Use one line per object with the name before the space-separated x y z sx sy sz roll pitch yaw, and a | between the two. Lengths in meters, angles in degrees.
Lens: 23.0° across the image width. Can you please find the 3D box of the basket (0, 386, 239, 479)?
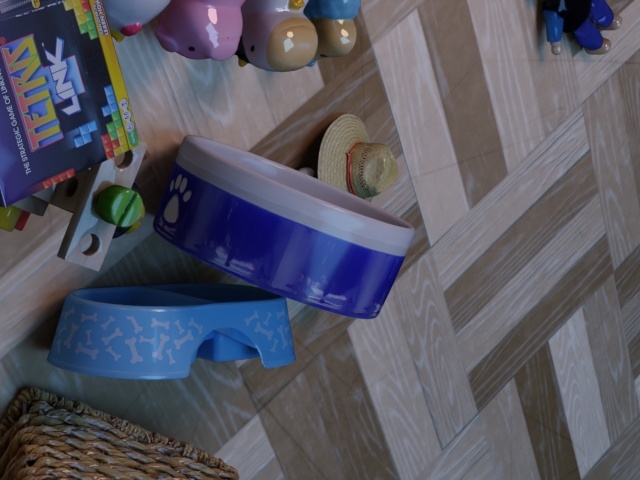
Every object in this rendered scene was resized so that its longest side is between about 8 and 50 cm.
basket | -0.241 0.337 1.686 0.299 0.223 0.213 25 121 -31

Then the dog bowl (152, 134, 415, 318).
dog bowl | -0.039 -0.015 1.664 0.265 0.265 0.104 15 99 -50

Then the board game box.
board game box | -0.233 -0.132 1.278 0.141 0.048 0.170 -30 118 -35

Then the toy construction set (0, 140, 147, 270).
toy construction set | -0.300 -0.042 1.389 0.309 0.237 0.257 -48 137 -19

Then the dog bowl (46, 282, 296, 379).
dog bowl | -0.153 0.092 1.685 0.297 0.166 0.074 -1 98 -47

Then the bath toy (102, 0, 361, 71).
bath toy | -0.110 -0.241 1.593 0.348 0.151 0.129 -2 153 -48

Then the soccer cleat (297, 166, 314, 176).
soccer cleat | 0.000 0.000 1.872 0.076 0.068 0.196 -48 134 -24

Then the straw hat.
straw hat | 0.057 -0.083 1.854 0.144 0.061 0.144 3 87 -60

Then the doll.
doll | 0.336 -0.306 2.096 0.189 0.046 0.129 27 87 -50
